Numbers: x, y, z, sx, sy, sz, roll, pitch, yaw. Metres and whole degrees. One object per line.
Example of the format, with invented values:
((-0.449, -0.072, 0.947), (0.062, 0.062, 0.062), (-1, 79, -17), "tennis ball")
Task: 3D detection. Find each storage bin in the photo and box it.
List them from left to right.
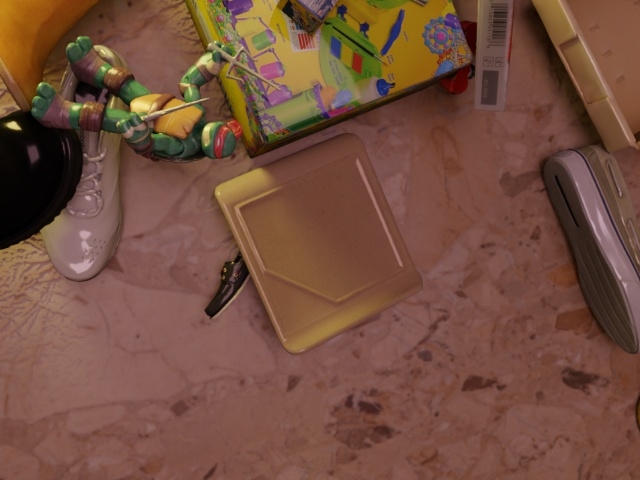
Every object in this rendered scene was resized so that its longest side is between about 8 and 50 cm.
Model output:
((0.462, -0.292, 1.076), (0.260, 0.123, 0.262), (-31, 97, -19), "storage bin")

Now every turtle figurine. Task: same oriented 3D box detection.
((-0.171, -0.137, 0.833), (0.234, 0.175, 0.118), (16, 130, 9), "turtle figurine")

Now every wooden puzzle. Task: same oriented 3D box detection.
((0.000, 0.000, 1.035), (0.220, 0.044, 0.239), (-25, 90, -24), "wooden puzzle")

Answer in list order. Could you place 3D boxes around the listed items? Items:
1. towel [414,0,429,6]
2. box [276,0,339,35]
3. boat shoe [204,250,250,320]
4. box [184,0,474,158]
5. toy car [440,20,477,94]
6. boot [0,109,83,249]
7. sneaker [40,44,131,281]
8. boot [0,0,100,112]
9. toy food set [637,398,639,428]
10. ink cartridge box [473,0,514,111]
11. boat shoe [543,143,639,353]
((0.114, -0.321, 0.910), (0.060, 0.009, 0.083), (25, 84, -11), "towel")
((0.025, -0.313, 0.866), (0.054, 0.059, 0.169), (38, 82, -10), "box")
((-0.111, 0.044, 1.027), (0.042, 0.049, 0.133), (39, 76, -13), "boat shoe")
((-0.008, -0.292, 0.979), (0.279, 0.177, 0.290), (-22, 94, -10), "box")
((0.211, -0.347, 1.059), (0.225, 0.053, 0.239), (-45, 141, -28), "toy car")
((-0.437, -0.024, 0.811), (0.347, 0.260, 0.131), (-32, 87, 11), "boot")
((-0.291, -0.097, 0.952), (0.110, 0.129, 0.297), (3, 91, -12), "sneaker")
((-0.292, -0.289, 0.911), (0.211, 0.104, 0.295), (-20, 59, -12), "boot")
((0.578, 0.263, 1.146), (0.217, 0.071, 0.128), (11, 88, -11), "toy food set")
((0.221, -0.262, 0.976), (0.045, 0.179, 0.146), (7, 127, 16), "ink cartridge box")
((0.412, 0.007, 1.098), (0.094, 0.109, 0.303), (-21, 91, -12), "boat shoe")
